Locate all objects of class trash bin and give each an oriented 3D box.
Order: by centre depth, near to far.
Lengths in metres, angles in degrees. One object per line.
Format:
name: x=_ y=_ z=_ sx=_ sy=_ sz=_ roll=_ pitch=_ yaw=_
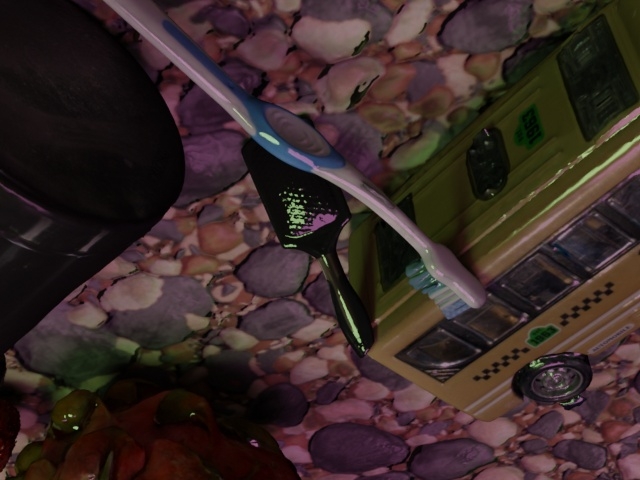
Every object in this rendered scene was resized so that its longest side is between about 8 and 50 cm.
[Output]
trash bin: x=-0.264 y=-0.012 z=0.688 sx=0.252 sy=0.203 sz=0.301 roll=38 pitch=121 yaw=-23

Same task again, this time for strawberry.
strawberry: x=-0.333 y=0.187 z=0.972 sx=0.106 sy=0.106 sz=0.106 roll=-6 pitch=138 yaw=-6

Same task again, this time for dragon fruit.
dragon fruit: x=-0.165 y=0.251 z=0.962 sx=0.314 sy=0.296 sz=0.263 roll=-40 pitch=119 yaw=-5

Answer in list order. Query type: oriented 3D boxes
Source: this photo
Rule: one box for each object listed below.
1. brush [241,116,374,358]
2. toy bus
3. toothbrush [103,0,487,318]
brush: x=0.000 y=0.000 z=0.793 sx=0.063 sy=0.193 sz=0.016 roll=-24 pitch=180 yaw=15
toy bus: x=0.195 y=-0.024 z=0.793 sx=0.202 sy=0.176 sz=0.365 roll=28 pitch=127 yaw=-28
toothbrush: x=-0.026 y=-0.076 z=0.685 sx=0.386 sy=0.040 sz=0.040 roll=42 pitch=119 yaw=-16
